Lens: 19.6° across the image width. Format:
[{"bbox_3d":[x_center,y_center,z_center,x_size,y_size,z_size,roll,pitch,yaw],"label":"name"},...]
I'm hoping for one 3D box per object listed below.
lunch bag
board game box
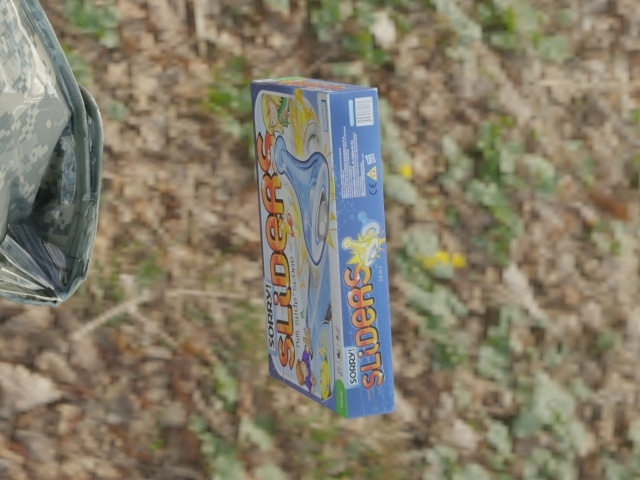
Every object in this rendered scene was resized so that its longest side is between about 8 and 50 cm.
[{"bbox_3d":[-0.285,-0.094,1.269,0.169,0.235,0.287,-46,132,-28],"label":"lunch bag"},{"bbox_3d":[0.000,0.000,1.177,0.035,0.136,0.201,-7,100,-21],"label":"board game box"}]
